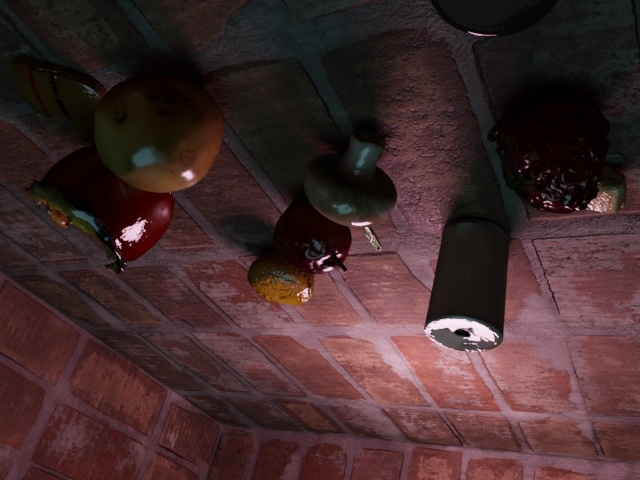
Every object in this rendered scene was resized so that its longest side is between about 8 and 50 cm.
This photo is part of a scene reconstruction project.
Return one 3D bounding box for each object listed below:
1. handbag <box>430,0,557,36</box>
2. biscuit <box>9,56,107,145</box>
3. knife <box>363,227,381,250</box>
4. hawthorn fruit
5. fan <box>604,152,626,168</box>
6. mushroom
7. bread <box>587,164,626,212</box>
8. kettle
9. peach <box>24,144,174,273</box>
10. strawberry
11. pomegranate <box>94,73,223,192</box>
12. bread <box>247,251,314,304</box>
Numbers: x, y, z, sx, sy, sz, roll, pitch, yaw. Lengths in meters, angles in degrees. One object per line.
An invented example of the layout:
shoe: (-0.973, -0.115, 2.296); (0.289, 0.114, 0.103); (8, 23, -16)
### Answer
handbag: (0.294, -0.487, 1.034); (0.253, 0.093, 0.308); (10, 147, 12)
biscuit: (-0.695, -0.364, 1.683); (0.276, 0.052, 0.262); (17, 147, -2)
knife: (0.143, -0.026, 1.865); (0.030, 0.014, 0.207); (-5, 142, 27)
hawthorn fruit: (0.000, 0.000, 1.766); (0.266, 0.210, 0.230); (38, 146, 37)
fan: (0.660, -0.188, 1.407); (0.055, 0.004, 0.083); (-16, 136, 42)
mushroom: (0.086, -0.159, 1.525); (0.243, 0.244, 0.244); (11, 147, 7)
bread: (0.649, -0.125, 1.436); (0.125, 0.082, 0.106); (23, 145, 30)
kettle: (0.431, 0.134, 1.700); (0.264, 0.318, 0.205); (26, 146, -18)
peach: (-0.597, -0.107, 1.706); (0.339, 0.416, 0.353); (31, 108, 0)
strawberry: (0.500, -0.186, 1.301); (0.220, 0.274, 0.274); (-35, 132, 5)
pomegranate: (-0.384, -0.255, 1.504); (0.318, 0.319, 0.319); (11, 147, 7)
bread: (-0.130, 0.122, 2.089); (0.239, 0.139, 0.240); (11, 147, 7)
